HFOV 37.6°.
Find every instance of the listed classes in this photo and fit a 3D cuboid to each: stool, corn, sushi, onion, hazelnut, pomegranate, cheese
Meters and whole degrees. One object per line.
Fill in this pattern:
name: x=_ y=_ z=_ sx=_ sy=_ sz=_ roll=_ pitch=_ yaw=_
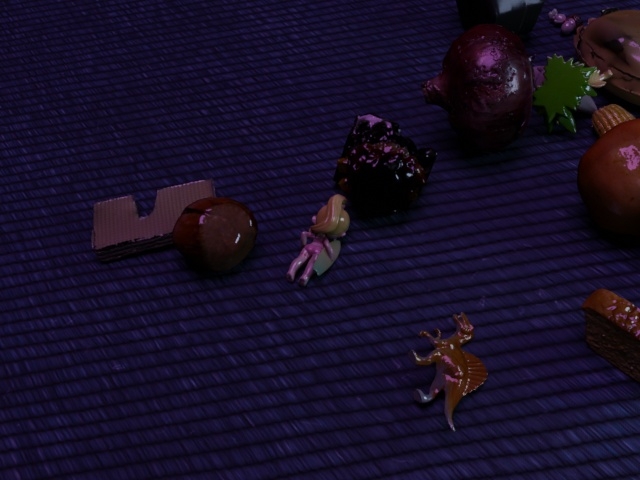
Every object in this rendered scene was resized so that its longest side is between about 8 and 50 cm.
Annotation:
stool: x=0.397 y=-0.567 z=2.120 sx=0.141 sy=0.232 sz=0.232 roll=-20 pitch=45 yaw=-8
corn: x=0.587 y=-0.204 z=1.827 sx=0.085 sy=0.063 sz=0.165 roll=-32 pitch=41 yaw=10
sushi: x=0.115 y=-0.126 z=1.759 sx=0.172 sy=0.153 sz=0.150 roll=22 pitch=28 yaw=3
onion: x=0.307 y=-0.300 z=1.833 sx=0.219 sy=0.252 sz=0.252 roll=-2 pitch=44 yaw=8
hazelnut: x=-0.192 y=-0.014 z=1.715 sx=0.154 sy=0.143 sz=0.143 roll=-24 pitch=45 yaw=-26
pomegranate: x=0.548 y=-0.110 z=1.633 sx=0.209 sy=0.209 sz=0.209 roll=-5 pitch=44 yaw=4
cheese: x=0.675 y=-0.389 z=1.964 sx=0.259 sy=0.128 sz=0.315 roll=-30 pitch=52 yaw=-32

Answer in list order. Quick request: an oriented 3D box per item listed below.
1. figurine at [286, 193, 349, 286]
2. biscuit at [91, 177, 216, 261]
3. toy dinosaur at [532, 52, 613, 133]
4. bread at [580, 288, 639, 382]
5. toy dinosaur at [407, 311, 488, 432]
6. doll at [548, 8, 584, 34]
figurine: x=0.000 y=0.000 z=1.709 sx=0.083 sy=0.083 sz=0.187 roll=20 pitch=61 yaw=27
biscuit: x=-0.319 y=-0.044 z=1.818 sx=0.249 sy=0.046 sz=0.147 roll=-14 pitch=43 yaw=-4
toy dinosaur: x=0.481 y=-0.297 z=1.922 sx=0.194 sy=0.152 sz=0.177 roll=17 pitch=10 yaw=13
bread: x=0.482 y=0.154 z=1.446 sx=0.065 sy=0.103 sz=0.187 roll=-33 pitch=50 yaw=-23
toy dinosaur: x=0.211 y=0.211 z=1.481 sx=0.142 sy=0.057 sz=0.212 roll=-5 pitch=52 yaw=-24
doll: x=0.565 y=-0.503 z=2.156 sx=0.058 sy=0.040 sz=0.085 roll=-22 pitch=45 yaw=1
